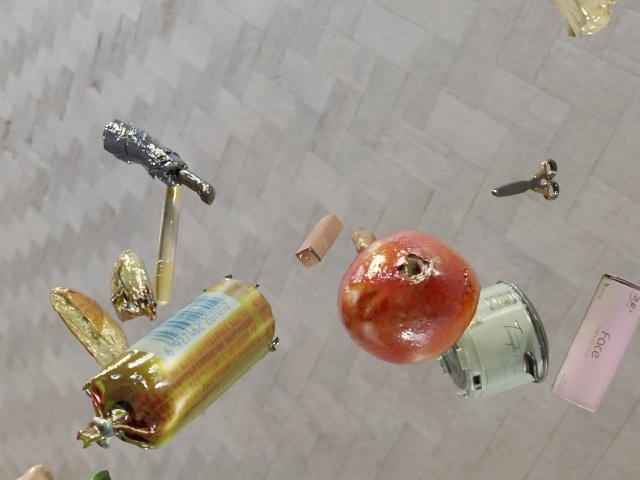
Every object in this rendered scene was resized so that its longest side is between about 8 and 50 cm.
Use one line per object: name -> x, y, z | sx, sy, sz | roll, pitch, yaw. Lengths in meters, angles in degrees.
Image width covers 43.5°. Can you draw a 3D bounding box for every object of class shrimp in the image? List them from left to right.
shrimp -> -0.403, 0.114, 1.713 | 0.267, 0.061, 0.145 | 33, 104, 51

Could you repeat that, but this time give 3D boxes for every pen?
pen -> -0.256, -0.005, 1.341 | 0.040, 0.032, 0.233 | -19, 62, 48

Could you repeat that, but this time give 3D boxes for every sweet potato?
sweet potato -> 0.097, 0.001, 1.803 | 0.195, 0.056, 0.056 | -118, 39, -71

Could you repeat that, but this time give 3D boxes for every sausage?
sausage -> -0.173, 0.162, 0.972 | 0.117, 0.317, 0.125 | -32, 95, 35

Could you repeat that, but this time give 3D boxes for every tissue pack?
tissue pack -> 0.538, 0.189, 1.526 | 0.092, 0.148, 0.246 | 25, 99, 23

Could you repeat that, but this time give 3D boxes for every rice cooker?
rice cooker -> 0.378, 0.217, 1.749 | 0.280, 0.227, 0.241 | -125, 19, -63

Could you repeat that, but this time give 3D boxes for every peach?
peach -> 0.161, 0.099, 1.433 | 0.281, 0.281, 0.238 | -24, 69, 42

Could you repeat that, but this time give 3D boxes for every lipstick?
lipstick -> 0.000, 0.000, 1.698 | 0.045, 0.145, 0.045 | -30, 106, 37

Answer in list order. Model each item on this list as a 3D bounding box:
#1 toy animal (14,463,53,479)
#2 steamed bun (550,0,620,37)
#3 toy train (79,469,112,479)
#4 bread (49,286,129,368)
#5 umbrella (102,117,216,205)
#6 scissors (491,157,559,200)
toy animal -> -0.411, 0.378, 0.978 | 0.198, 0.171, 0.171 | -18, 75, -2
steamed bun -> 0.488, -0.529, 1.527 | 0.137, 0.295, 0.292 | -31, 34, 14
toy train -> -0.278, 0.312, 0.951 | 0.093, 0.038, 0.056 | -28, 84, 21
bread -> -0.311, 0.131, 1.141 | 0.154, 0.054, 0.136 | 52, 170, 7
umbrella -> -0.260, -0.124, 1.316 | 0.248, 0.071, 0.071 | 31, 114, 21
scissors -> 0.410, -0.110, 1.598 | 0.017, 0.220, 0.088 | 2, 102, 48
